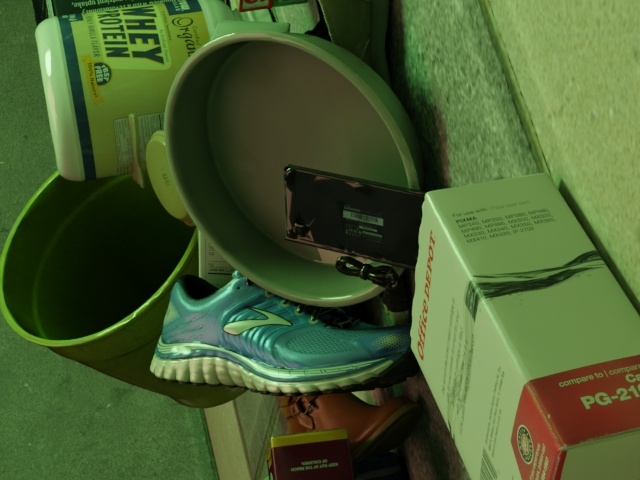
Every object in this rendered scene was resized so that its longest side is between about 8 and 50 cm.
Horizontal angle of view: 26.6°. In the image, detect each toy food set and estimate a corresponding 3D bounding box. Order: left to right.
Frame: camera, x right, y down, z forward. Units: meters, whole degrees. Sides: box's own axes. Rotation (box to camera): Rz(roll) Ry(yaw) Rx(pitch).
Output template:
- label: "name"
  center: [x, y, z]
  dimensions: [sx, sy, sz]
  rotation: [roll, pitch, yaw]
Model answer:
- label: "toy food set"
  center: [-0.180, -0.081, 1.726]
  dimensions: [0.192, 0.039, 0.132]
  rotation: [43, 144, 38]

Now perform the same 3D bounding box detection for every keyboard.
- label: "keyboard"
  center: [0.044, -0.009, 1.262]
  dimensions: [0.180, 0.023, 0.108]
  rotation: [14, 118, 30]

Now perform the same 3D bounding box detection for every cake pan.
- label: "cake pan"
  center: [-0.021, -0.074, 1.320]
  dimensions: [0.293, 0.054, 0.293]
  rotation: [18, 126, 26]

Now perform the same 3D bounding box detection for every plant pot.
- label: "plant pot"
  center: [-0.243, 0.083, 2.091]
  dimensions: [0.353, 0.366, 0.366]
  rotation: [49, -166, -46]

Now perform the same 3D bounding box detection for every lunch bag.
- label: "lunch bag"
  center: [0.060, 0.275, 1.581]
  dimensions: [0.098, 0.067, 0.065]
  rotation: [153, 107, -79]

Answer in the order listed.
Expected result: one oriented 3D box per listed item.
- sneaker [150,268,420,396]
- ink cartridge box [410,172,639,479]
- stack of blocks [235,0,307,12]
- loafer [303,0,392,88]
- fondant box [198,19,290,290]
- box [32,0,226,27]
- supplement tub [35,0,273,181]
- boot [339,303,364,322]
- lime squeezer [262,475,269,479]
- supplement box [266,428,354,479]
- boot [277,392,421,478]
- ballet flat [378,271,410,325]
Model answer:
- label: "sneaker"
  center: [-0.040, 0.087, 1.428]
  dimensions: [0.130, 0.330, 0.147]
  rotation: [5, -92, -60]
- label: "ink cartridge box"
  center: [0.149, 0.094, 0.930]
  dimensions: [0.172, 0.100, 0.237]
  rotation: [91, 162, -44]
- label: "stack of blocks"
  center: [-0.084, -0.442, 1.599]
  dimensions: [0.171, 0.087, 0.297]
  rotation: [100, 157, -59]
- label: "loafer"
  center: [0.019, -0.179, 1.338]
  dimensions: [0.094, 0.087, 0.251]
  rotation: [-120, 23, -58]
- label: "fondant box"
  center: [-0.088, -0.074, 1.606]
  dimensions: [0.238, 0.096, 0.330]
  rotation: [-86, -1, -67]
- label: "box"
  center: [-0.338, -0.382, 2.334]
  dimensions: [0.480, 0.297, 0.471]
  rotation: [168, 93, -78]
- label: "supplement tub"
  center: [-0.220, -0.213, 1.868]
  dimensions: [0.228, 0.316, 0.228]
  rotation: [170, 90, -79]
- label: "boot"
  center: [0.000, 0.000, 1.574]
  dimensions: [0.229, 0.091, 0.263]
  rotation: [91, 166, -44]
- label: "lime squeezer"
  center: [0.002, 0.236, 1.645]
  dimensions: [0.058, 0.110, 0.310]
  rotation: [70, -162, -1]
- label: "supplement box"
  center: [-0.004, 0.295, 1.374]
  dimensions: [0.104, 0.081, 0.188]
  rotation: [105, 158, -72]
- label: "boot"
  center: [0.017, 0.178, 1.497]
  dimensions: [0.197, 0.073, 0.152]
  rotation: [-44, 64, 40]
- label: "ballet flat"
  center: [0.049, 0.014, 1.405]
  dimensions: [0.173, 0.049, 0.057]
  rotation: [66, 167, -14]
